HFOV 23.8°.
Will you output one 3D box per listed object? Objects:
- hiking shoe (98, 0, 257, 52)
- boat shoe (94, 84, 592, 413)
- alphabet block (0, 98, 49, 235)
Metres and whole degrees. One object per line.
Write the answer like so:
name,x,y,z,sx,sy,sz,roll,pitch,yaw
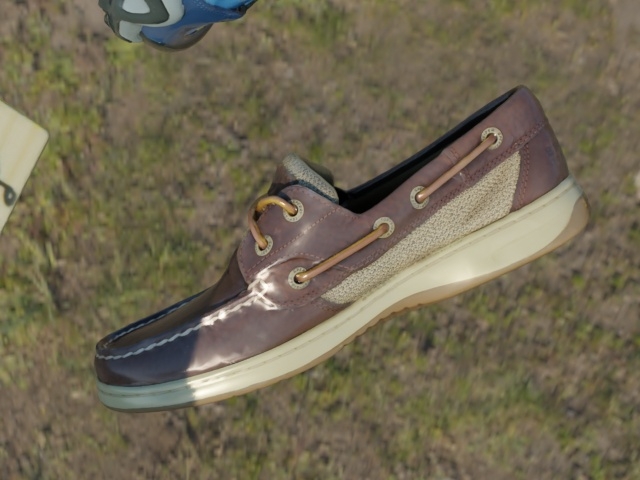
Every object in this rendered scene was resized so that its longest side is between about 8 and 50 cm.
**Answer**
hiking shoe,-0.010,-0.139,0.662,0.132,0.304,0.113,25,72,-12
boat shoe,0.000,0.000,0.985,0.342,0.123,0.123,-23,102,1
alphabet block,-0.400,-0.051,1.399,0.192,0.193,0.197,34,65,-30
